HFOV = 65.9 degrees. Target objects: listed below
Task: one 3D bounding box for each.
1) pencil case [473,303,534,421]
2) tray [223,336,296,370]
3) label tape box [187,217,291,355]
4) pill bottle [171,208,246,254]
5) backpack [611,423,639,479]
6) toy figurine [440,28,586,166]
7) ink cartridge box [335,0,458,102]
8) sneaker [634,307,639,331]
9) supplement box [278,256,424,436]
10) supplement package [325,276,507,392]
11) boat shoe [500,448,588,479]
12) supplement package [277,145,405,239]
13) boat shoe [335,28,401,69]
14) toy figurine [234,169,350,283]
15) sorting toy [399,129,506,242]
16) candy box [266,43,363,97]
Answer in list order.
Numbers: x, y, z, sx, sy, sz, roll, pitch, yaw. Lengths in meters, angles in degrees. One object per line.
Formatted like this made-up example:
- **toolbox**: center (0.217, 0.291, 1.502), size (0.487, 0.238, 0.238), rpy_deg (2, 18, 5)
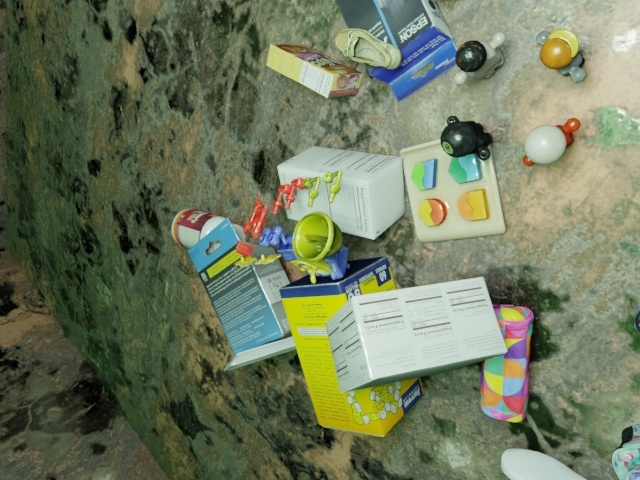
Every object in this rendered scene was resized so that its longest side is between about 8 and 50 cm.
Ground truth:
- **pencil case**: center (0.367, 0.242, 0.984), size (0.104, 0.104, 0.237), rpy_deg (13, 113, 37)
- **tray**: center (-0.116, 0.282, 1.287), size (0.145, 0.270, 0.030), rpy_deg (133, 121, -64)
- **label tape box**: center (-0.204, 0.123, 1.347), size (0.240, 0.105, 0.334), rpy_deg (-31, 82, 42)
- **pill bottle**: center (-0.334, -0.020, 1.476), size (0.221, 0.121, 0.121), rpy_deg (15, 115, 36)
- **backpack**: center (0.622, 0.403, 0.770), size (0.253, 0.191, 0.225), rpy_deg (-26, 83, 37)
- **toy figurine**: center (0.311, -0.229, 0.802), size (0.213, 0.148, 0.210), rpy_deg (14, 110, 32)
- **ink cartridge box**: center (0.128, -0.451, 0.955), size (0.165, 0.065, 0.333), rpy_deg (-28, 88, 43)
- **sneaker**: center (0.579, 0.102, 0.759), size (0.188, 0.078, 0.067), rpy_deg (-42, 77, 40)
- **supplement box**: center (0.078, 0.241, 1.168), size (0.195, 0.194, 0.357), rpy_deg (-9, 100, 43)
- **supplement package**: center (0.168, 0.183, 0.934), size (0.204, 0.261, 0.145), rpy_deg (119, 142, -64)
- **boat shoe**: center (0.502, 0.525, 0.976), size (0.301, 0.108, 0.102), rpy_deg (18, 116, 27)
- **supplement package**: center (0.047, -0.112, 1.088), size (0.244, 0.134, 0.139), rpy_deg (16, 128, 36)
- **boat shoe**: center (0.083, -0.368, 0.947), size (0.153, 0.048, 0.056), rpy_deg (37, 127, 26)
- **toy figurine**: center (0.000, 0.000, 1.045), size (0.362, 0.217, 0.191), rpy_deg (-9, 59, 54)
- **sorting toy**: center (0.257, -0.100, 0.990), size (0.193, 0.038, 0.208), rpy_deg (-8, 101, 42)
- **candy box**: center (-0.014, -0.372, 1.074), size (0.186, 0.109, 0.053), rpy_deg (36, 126, 25)
